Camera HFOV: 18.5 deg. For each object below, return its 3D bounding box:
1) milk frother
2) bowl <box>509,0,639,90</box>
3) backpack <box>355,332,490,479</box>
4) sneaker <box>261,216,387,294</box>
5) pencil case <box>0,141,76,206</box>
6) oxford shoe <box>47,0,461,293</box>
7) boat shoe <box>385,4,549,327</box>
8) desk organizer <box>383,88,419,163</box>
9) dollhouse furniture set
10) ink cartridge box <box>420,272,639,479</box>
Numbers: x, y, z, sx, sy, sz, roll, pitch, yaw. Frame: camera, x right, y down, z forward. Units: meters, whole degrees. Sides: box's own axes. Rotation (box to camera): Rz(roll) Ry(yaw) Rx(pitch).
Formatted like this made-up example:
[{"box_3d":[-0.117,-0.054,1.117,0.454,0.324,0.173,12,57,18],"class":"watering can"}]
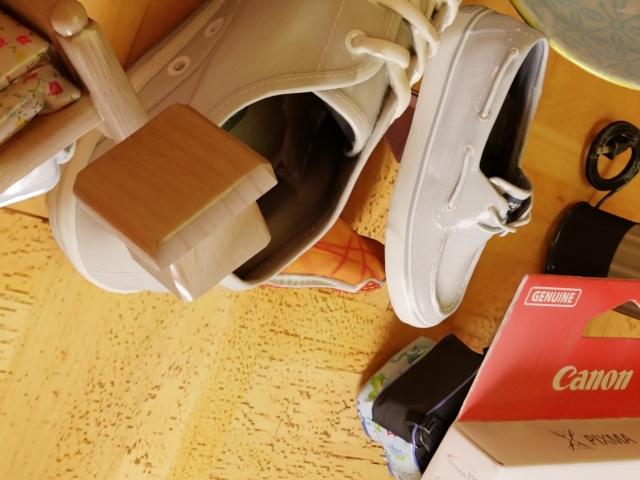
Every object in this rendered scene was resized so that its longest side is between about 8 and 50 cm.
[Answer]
[{"box_3d":[0.277,-0.010,1.645,0.129,0.135,0.143,-44,142,-41],"class":"milk frother"},{"box_3d":[0.236,-0.250,1.387,0.156,0.289,0.289,-139,-111,-78],"class":"bowl"},{"box_3d":[0.086,0.136,1.505,0.105,0.084,0.114,-41,140,-24],"class":"backpack"},{"box_3d":[0.000,0.000,1.319,0.175,0.064,0.067,6,95,-60],"class":"sneaker"},{"box_3d":[-0.238,-0.023,0.795,0.273,0.124,0.113,-29,175,-3],"class":"pencil case"},{"box_3d":[0.021,-0.137,1.174,0.449,0.130,0.169,-52,136,-18],"class":"oxford shoe"},{"box_3d":[0.104,-0.042,1.328,0.079,0.081,0.227,-11,116,-54],"class":"boat shoe"},{"box_3d":[0.079,-0.075,1.400,0.130,0.047,0.050,14,100,-58],"class":"desk organizer"},{"box_3d":[-0.248,-0.044,0.602,0.303,0.355,0.174,-39,135,-17],"class":"dollhouse furniture set"},{"box_3d":[0.207,0.156,1.517,0.296,0.066,0.261,4,119,-47],"class":"ink cartridge box"}]
